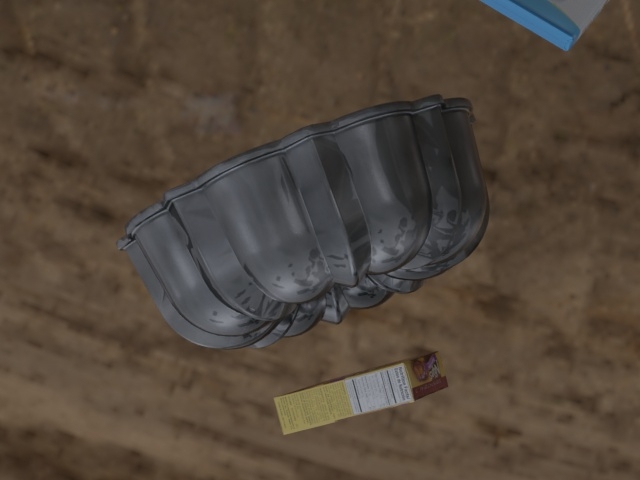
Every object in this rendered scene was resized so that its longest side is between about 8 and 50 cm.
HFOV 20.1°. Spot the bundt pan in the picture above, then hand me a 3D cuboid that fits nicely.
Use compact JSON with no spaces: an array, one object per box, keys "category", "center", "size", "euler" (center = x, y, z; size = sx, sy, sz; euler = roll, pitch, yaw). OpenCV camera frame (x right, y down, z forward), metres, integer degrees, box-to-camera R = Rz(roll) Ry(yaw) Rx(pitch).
[{"category":"bundt pan","center":[0.000,0.000,1.543],"size":[0.330,0.124,0.331],"euler":[-20,170,-4]}]

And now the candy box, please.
[{"category":"candy box","center":[0.050,0.186,2.214],"size":[0.186,0.053,0.109],"euler":[-16,177,26]}]

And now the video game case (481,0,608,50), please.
[{"category":"video game case","center":[0.143,-0.198,1.115],"size":[0.119,0.166,0.015],"euler":[33,147,12]}]
